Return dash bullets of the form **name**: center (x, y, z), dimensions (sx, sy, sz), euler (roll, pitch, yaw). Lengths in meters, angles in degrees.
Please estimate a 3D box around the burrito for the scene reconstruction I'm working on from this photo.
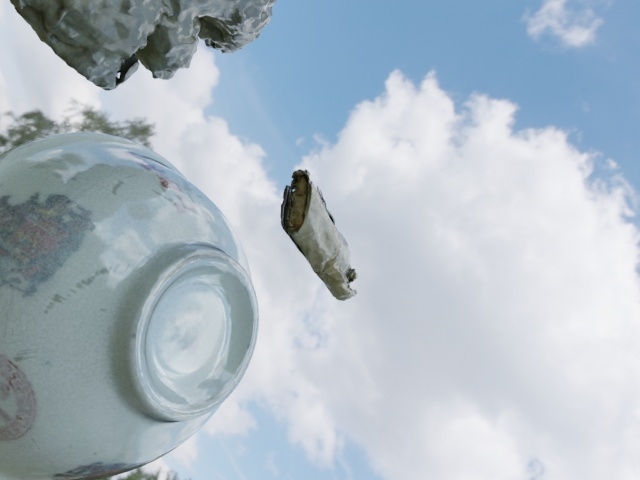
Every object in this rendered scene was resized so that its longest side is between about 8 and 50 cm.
- **burrito**: center (0.000, 0.000, 0.555), dimensions (0.041, 0.055, 0.149), euler (-6, -55, 36)

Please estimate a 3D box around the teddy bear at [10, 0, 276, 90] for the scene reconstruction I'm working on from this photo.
- **teddy bear**: center (-0.205, -0.351, 0.607), dimensions (0.224, 0.367, 0.358), euler (37, -39, 33)

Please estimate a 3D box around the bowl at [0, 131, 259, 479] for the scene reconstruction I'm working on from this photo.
- **bowl**: center (-0.200, 0.093, 0.607), dimensions (0.195, 0.434, 0.436), euler (6, -65, 34)
